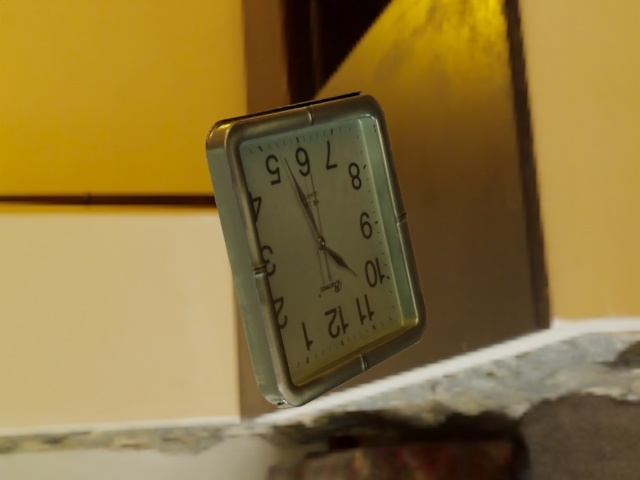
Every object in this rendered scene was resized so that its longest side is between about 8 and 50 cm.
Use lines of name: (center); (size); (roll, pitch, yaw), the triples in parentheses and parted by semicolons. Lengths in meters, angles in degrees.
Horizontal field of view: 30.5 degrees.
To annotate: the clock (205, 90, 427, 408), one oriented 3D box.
clock: (-0.001, 0.000, 1.168); (0.049, 0.273, 0.278); (-8, 97, 37)
